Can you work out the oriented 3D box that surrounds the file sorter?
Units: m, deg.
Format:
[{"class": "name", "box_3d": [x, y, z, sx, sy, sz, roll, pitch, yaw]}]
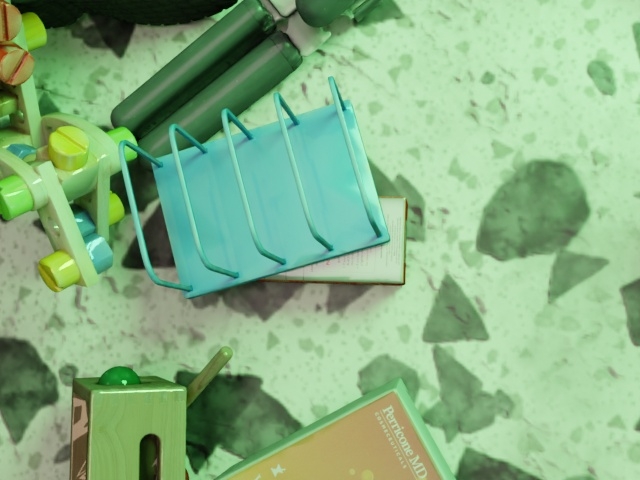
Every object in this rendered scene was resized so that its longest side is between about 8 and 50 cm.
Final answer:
[{"class": "file sorter", "box_3d": [-0.049, -0.038, 0.607, 0.170, 0.104, 0.118, -16, 80, 7]}]

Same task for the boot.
[{"class": "boot", "box_3d": [-0.186, -0.274, 0.700, 0.246, 0.083, 0.161, 2, 85, 13]}]

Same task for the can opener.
[{"class": "can opener", "box_3d": [-0.056, -0.169, 0.666, 0.283, 0.095, 0.076, -38, 81, 4]}]

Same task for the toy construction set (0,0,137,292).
[{"class": "toy construction set", "box_3d": [-0.224, -0.142, 0.609, 0.215, 0.151, 0.328, 33, 123, 31]}]

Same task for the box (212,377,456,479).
[{"class": "box", "box_3d": [0.017, 0.204, 0.629, 0.170, 0.091, 0.130, -30, 82, 6]}]

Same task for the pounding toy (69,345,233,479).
[{"class": "pounding toy", "box_3d": [-0.136, 0.151, 0.636, 0.100, 0.130, 0.141, 3, 85, -24]}]

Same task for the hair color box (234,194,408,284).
[{"class": "hair color box", "box_3d": [0.000, 0.000, 0.671, 0.141, 0.043, 0.072, 2, 85, 8]}]
